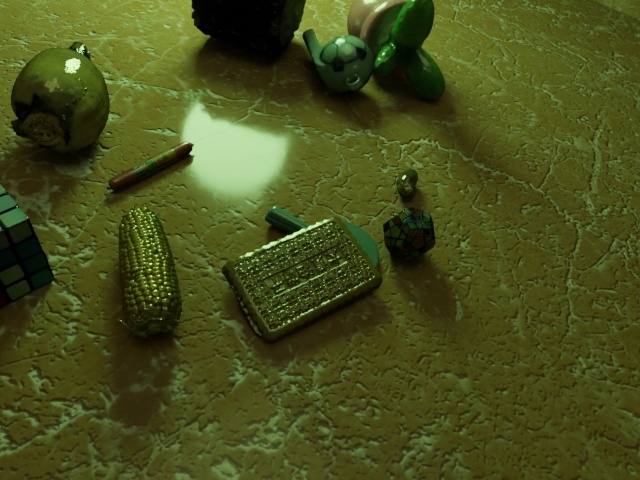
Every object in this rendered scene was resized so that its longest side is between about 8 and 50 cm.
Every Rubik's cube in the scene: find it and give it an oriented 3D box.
[{"bbox_3d":[-0.547,0.009,0.763,0.155,0.151,0.154,38,51,24],"label":"Rubik's cube"},{"bbox_3d":[0.174,-0.013,0.950,0.111,0.111,0.093,-31,86,-32],"label":"Rubik's cube"}]

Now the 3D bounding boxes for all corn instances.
[{"bbox_3d":[-0.292,0.045,0.816,0.091,0.091,0.260,20,34,-43],"label":"corn"}]

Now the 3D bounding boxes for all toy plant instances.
[{"bbox_3d":[0.211,-0.589,1.368,0.210,0.317,0.356,-24,50,3],"label":"toy plant"}]

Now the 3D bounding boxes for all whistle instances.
[{"bbox_3d":[0.059,-0.501,1.335,0.163,0.164,0.290,-5,50,-14],"label":"whistle"}]

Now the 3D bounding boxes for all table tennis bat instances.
[{"bbox_3d":[0.000,0.000,0.946,0.244,0.040,0.153,28,52,11],"label":"table tennis bat"}]

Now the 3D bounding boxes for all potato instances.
[{"bbox_3d":[0.195,-0.131,1.095,0.046,0.045,0.092,39,45,-24],"label":"potato"}]

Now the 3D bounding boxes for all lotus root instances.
[{"bbox_3d":[-0.544,-0.322,1.044,0.182,0.183,0.310,0,48,-10],"label":"lotus root"}]

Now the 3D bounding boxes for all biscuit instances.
[{"bbox_3d":[-0.031,0.059,0.866,0.254,0.029,0.172,-25,65,-23],"label":"biscuit"}]

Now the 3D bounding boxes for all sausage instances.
[{"bbox_3d":[-0.356,-0.161,1.032,0.029,0.029,0.223,35,52,21],"label":"sausage"}]

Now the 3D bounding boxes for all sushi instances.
[{"bbox_3d":[-0.195,-0.701,1.385,0.294,0.300,0.281,17,20,2],"label":"sushi"}]
